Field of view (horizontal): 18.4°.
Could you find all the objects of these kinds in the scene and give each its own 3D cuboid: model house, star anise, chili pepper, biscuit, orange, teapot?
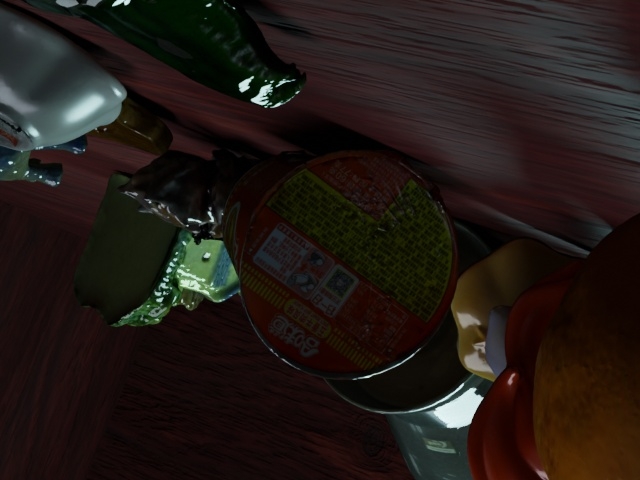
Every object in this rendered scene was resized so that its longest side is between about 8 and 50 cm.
[{"bbox_3d":[-0.184,0.033,2.604,0.189,0.195,0.214,16,-179,-37],"label":"model house"},{"bbox_3d":[-0.094,-0.046,1.957,0.209,0.089,0.231,12,179,-21],"label":"star anise"},{"bbox_3d":[-0.087,-0.138,1.220,0.216,0.062,0.108,24,174,-41],"label":"chili pepper"},{"bbox_3d":[-0.243,-0.144,1.873,0.182,0.034,0.215,17,170,34],"label":"biscuit"},{"bbox_3d":[0.253,0.095,1.141,0.261,0.261,0.261,21,174,2],"label":"orange"},{"bbox_3d":[0.167,0.125,1.941,0.300,0.253,0.344,-7,157,24],"label":"teapot"}]

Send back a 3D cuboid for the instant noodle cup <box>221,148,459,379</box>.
[{"bbox_3d":[0.000,0.000,1.687,0.193,0.193,0.212,23,-176,-18],"label":"instant noodle cup"}]

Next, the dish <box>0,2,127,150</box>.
[{"bbox_3d":[-0.282,-0.132,1.713,0.229,0.081,0.229,21,164,6],"label":"dish"}]

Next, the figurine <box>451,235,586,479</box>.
[{"bbox_3d":[0.201,0.102,1.617,0.257,0.208,0.181,-102,-14,-68],"label":"figurine"}]

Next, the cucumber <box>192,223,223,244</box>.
[{"bbox_3d":[-0.022,-0.009,2.117,0.303,0.081,0.072,12,-147,36],"label":"cucumber"}]

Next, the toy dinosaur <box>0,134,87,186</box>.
[{"bbox_3d":[-0.334,-0.102,1.853,0.188,0.075,0.247,10,-164,-38],"label":"toy dinosaur"}]
